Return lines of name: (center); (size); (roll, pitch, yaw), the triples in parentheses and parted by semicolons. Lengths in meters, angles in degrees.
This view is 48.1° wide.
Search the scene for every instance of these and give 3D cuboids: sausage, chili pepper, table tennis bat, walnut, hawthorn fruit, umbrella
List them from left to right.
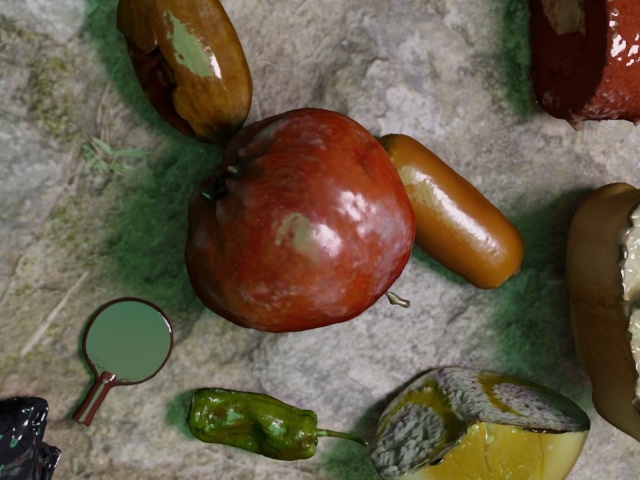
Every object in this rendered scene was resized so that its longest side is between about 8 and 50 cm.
umbrella: (-0.323, 0.305, 0.759); (0.122, 0.110, 0.272); (-18, 104, -48)
table tennis bat: (-0.230, 0.138, 0.807); (0.098, 0.019, 0.154); (32, 85, -16)
walnut: (-0.137, -0.187, 0.753); (0.116, 0.116, 0.207); (-30, 110, -10)
chili pepper: (-0.053, 0.221, 0.835); (0.204, 0.073, 0.072); (14, 110, -4)
hawthorn fruit: (0.000, 0.000, 0.752); (0.272, 0.242, 0.242); (29, 88, -27)
sausage: (0.148, -0.029, 0.850); (0.238, 0.098, 0.098); (39, 86, -14)

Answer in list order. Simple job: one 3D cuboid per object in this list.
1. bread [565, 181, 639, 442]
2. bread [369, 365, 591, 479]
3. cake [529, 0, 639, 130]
bread: (0.414, 0.082, 0.841); (0.211, 0.270, 0.315); (-6, 90, 1)
bread: (0.179, 0.252, 0.865); (0.261, 0.158, 0.156); (9, 104, -16)
cake: (0.340, -0.269, 0.827); (0.151, 0.177, 0.283); (-1, 95, -15)
